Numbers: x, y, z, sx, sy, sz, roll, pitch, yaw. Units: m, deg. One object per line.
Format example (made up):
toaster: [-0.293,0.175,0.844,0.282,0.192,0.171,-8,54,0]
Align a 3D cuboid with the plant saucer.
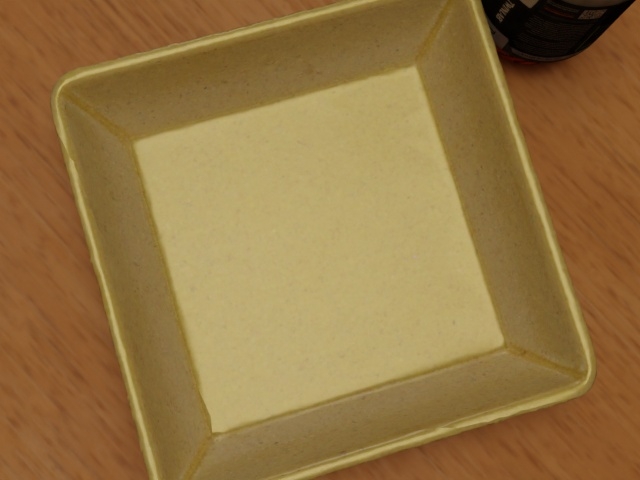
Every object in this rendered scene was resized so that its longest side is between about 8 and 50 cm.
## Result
plant saucer: [0.000,0.000,0.769,0.332,0.081,0.333,-16,82,-6]

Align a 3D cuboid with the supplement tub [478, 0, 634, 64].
supplement tub: [0.179,-0.204,0.755,0.117,0.190,0.117,1,81,-4]
